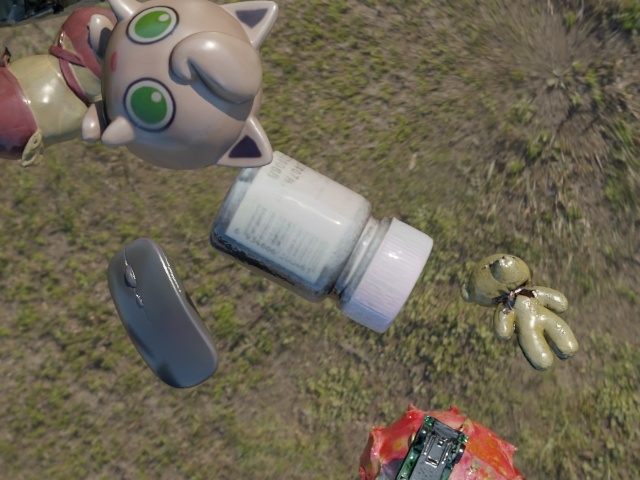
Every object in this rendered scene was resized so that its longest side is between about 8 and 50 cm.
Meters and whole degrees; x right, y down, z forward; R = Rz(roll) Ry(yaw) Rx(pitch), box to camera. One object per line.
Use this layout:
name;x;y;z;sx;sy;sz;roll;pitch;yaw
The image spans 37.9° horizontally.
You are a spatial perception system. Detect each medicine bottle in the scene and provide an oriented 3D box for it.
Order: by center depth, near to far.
medicine bottle;0.000;0.000;1.271;0.273;0.165;0.165;28;105;-1

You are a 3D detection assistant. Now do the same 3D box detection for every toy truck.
toy truck;0.126;0.290;1.146;0.065;0.147;0.079;27;142;7

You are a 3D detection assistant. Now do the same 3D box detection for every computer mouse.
computer mouse;-0.233;0.109;1.358;0.120;0.057;0.232;-28;88;28

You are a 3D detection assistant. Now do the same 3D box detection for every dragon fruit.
dragon fruit;0.185;0.341;1.334;0.268;0.205;0.210;12;68;16

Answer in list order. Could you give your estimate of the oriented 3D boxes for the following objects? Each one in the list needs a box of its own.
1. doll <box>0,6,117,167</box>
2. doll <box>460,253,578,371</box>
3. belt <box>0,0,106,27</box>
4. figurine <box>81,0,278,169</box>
doll;-0.366;-0.213;1.306;0.256;0.196;0.152;-35;123;-6
doll;0.145;0.050;0.673;0.062;0.051;0.093;-24;75;-16
belt;-0.489;-0.400;1.283;0.300;0.437;0.173;-11;88;31
figurine;-0.097;-0.111;0.653;0.138;0.125;0.125;3;101;12
